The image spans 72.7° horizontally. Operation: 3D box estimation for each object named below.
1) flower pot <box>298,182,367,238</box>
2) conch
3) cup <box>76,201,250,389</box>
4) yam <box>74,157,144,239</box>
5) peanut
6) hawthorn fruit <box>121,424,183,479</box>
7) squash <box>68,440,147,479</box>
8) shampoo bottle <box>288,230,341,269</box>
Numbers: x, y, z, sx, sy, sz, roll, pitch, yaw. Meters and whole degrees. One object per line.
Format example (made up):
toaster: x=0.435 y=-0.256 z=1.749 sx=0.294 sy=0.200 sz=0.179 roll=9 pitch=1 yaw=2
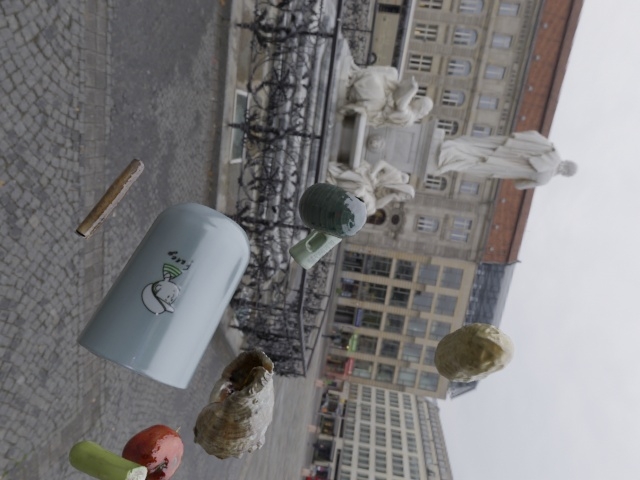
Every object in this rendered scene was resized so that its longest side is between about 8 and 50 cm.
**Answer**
flower pot: x=0.037 y=-0.096 z=1.416 sx=0.189 sy=0.243 sz=0.156 roll=22 pitch=86 yaw=-49
conch: x=-0.238 y=0.513 z=1.382 sx=0.210 sy=0.352 sz=0.297 roll=45 pitch=12 yaw=-31
cup: x=-0.273 y=0.093 z=0.814 sx=0.205 sy=0.206 sz=0.311 roll=86 pitch=26 yaw=-69
yam: x=-0.570 y=-0.115 z=1.187 sx=0.263 sy=0.046 sz=0.046 roll=-54 pitch=171 yaw=-7
peanut: x=0.418 y=0.310 z=1.194 sx=0.313 sy=0.152 sz=0.152 roll=106 pitch=-3 yaw=-62
hawthorn fruit: x=-0.584 y=0.760 z=1.587 sx=0.243 sy=0.208 sz=0.207 roll=-41 pitch=143 yaw=-59
squash: x=-0.620 y=0.642 z=1.249 sx=0.083 sy=0.251 sz=0.083 roll=9 pitch=90 yaw=-70
shampoo bottle: x=0.000 y=0.000 z=1.667 sx=0.118 sy=0.234 sz=0.087 roll=43 pitch=9 yaw=-36
